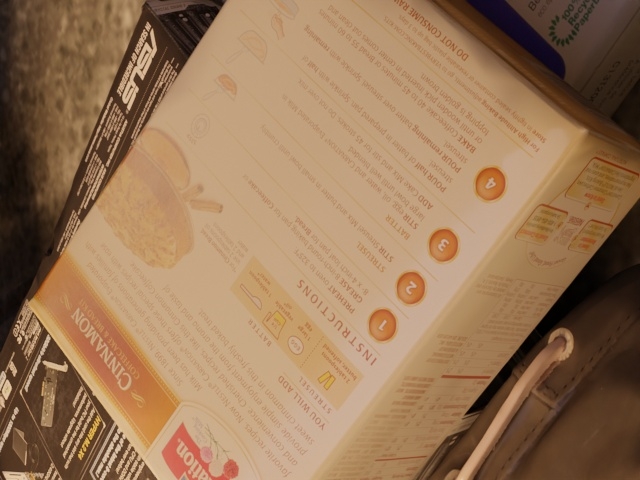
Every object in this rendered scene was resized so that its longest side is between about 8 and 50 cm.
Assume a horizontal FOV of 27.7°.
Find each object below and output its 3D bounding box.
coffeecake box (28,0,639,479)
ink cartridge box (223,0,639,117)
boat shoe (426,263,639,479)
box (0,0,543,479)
[{"bbox_3d":[0.000,0.000,0.451,0.142,0.068,0.185,47,110,31],"label":"coffeecake box"},{"bbox_3d":[0.049,-0.129,0.498,0.208,0.045,0.206,52,130,27],"label":"ink cartridge box"},{"bbox_3d":[0.059,0.148,0.495,0.335,0.112,0.095,-54,39,31],"label":"boat shoe"},{"bbox_3d":[-0.051,0.079,0.619,0.242,0.076,0.307,53,131,29],"label":"box"}]
